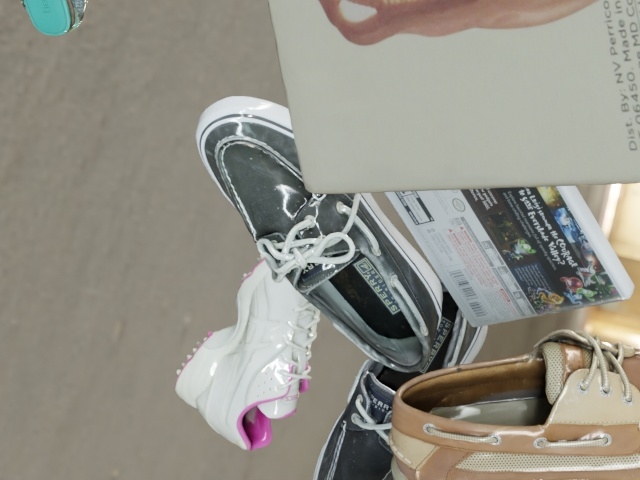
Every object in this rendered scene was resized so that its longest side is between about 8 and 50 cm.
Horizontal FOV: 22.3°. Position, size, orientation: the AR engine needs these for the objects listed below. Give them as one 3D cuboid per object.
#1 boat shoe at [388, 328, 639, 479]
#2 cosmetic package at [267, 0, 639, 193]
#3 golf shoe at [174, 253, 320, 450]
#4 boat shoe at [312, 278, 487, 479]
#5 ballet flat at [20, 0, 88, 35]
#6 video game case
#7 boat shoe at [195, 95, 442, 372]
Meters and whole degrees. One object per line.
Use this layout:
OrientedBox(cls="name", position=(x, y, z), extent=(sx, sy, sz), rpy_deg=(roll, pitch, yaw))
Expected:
OrientedBox(cls="boat shoe", position=(0.211, 0.136, 1.313), extent=(0.123, 0.324, 0.116), rpy_deg=(-101, 176, -55))
OrientedBox(cls="cosmetic package", position=(0.112, -0.093, 0.630), extent=(0.296, 0.153, 0.129), rpy_deg=(0, -77, 61))
OrientedBox(cls="golf shoe", position=(-0.043, 0.112, 1.827), extent=(0.115, 0.140, 0.306), rpy_deg=(-12, 145, -47))
OrientedBox(cls="boat shoe", position=(0.074, 0.175, 1.684), extent=(0.301, 0.108, 0.102), rpy_deg=(-57, 157, -6))
OrientedBox(cls="ballet flat", position=(-0.213, -0.245, 1.222), extent=(0.070, 0.070, 0.188), rpy_deg=(-67, 158, -44))
OrientedBox(cls="video game case", position=(0.163, -0.009, 1.452), extent=(0.190, 0.173, 0.022), rpy_deg=(56, 44, -23))
OrientedBox(cls="boat shoe", position=(-0.003, 0.002, 1.479), extent=(0.306, 0.113, 0.105), rpy_deg=(51, 26, -22))
